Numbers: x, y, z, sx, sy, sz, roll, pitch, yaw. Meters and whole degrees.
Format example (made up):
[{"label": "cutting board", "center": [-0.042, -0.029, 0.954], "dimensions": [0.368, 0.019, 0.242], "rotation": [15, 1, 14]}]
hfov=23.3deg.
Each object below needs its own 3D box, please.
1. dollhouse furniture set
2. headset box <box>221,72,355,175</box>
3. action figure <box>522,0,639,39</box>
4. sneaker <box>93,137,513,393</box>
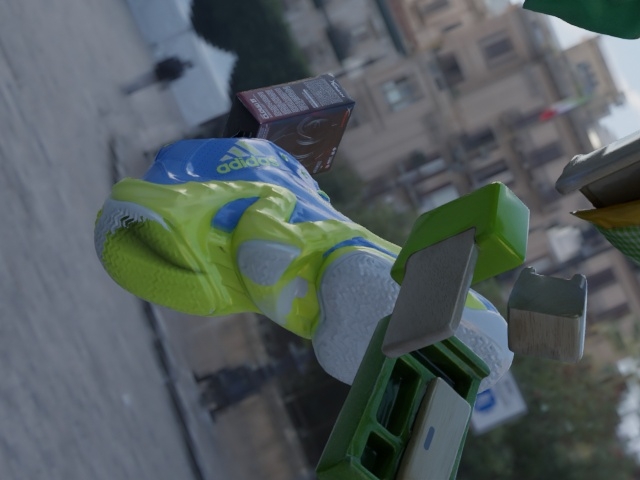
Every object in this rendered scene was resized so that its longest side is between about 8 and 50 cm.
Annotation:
[{"label": "dollhouse furniture set", "center": [0.065, 0.025, 0.378], "dimensions": [0.076, 0.151, 0.058], "rotation": [42, 47, -23]}, {"label": "headset box", "center": [-0.026, -0.067, 0.980], "dimensions": [0.032, 0.083, 0.062], "rotation": [51, -41, 29]}, {"label": "action figure", "center": [0.202, -0.206, 0.865], "dimensions": [0.232, 0.137, 0.063], "rotation": [98, 2, -53]}, {"label": "sneaker", "center": [0.000, 0.000, 0.871], "dimensions": [0.126, 0.240, 0.091], "rotation": [-73, -174, -51]}]
